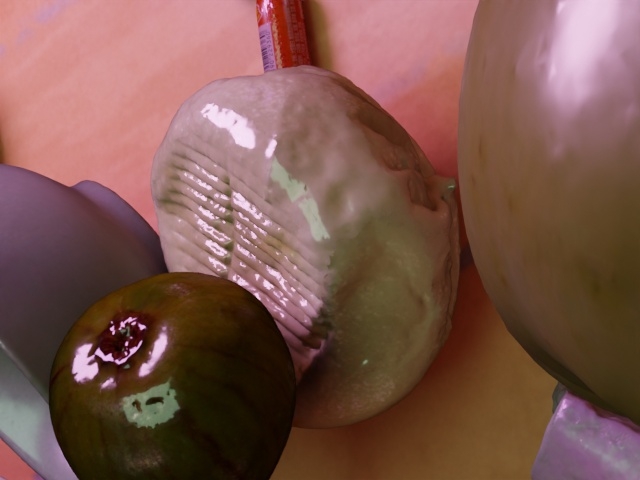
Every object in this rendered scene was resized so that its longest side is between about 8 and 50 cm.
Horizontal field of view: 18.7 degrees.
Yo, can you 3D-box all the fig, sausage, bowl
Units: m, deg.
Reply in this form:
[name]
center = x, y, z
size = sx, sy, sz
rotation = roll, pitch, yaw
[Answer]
[fig]
center = -0.063, 0.130, 1.189
size = 0.151, 0.259, 0.151
rotation = -15, 45, 15
[sausage]
center = -0.021, -0.114, 1.305
size = 0.034, 0.034, 0.129
rotation = -13, 83, 38
[bowl]
center = -0.177, 0.050, 1.332
size = 0.289, 0.146, 0.289
rotation = 41, 160, 18

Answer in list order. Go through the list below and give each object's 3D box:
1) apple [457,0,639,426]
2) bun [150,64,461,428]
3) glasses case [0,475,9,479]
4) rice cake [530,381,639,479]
[apple]
center = 0.287, -0.069, 0.811
size = 0.473, 0.473, 0.474
rotation = 2, 93, 38
[bun]
center = 0.000, 0.000, 1.224
size = 0.229, 0.145, 0.229
rotation = 35, 136, 42
[glasses case]
center = -0.221, 0.245, 1.416
size = 0.312, 0.070, 0.131
rotation = 21, 140, 35
[rice cake]
center = 0.260, 0.179, 1.084
size = 0.365, 0.056, 0.073
rotation = 31, 108, 33
